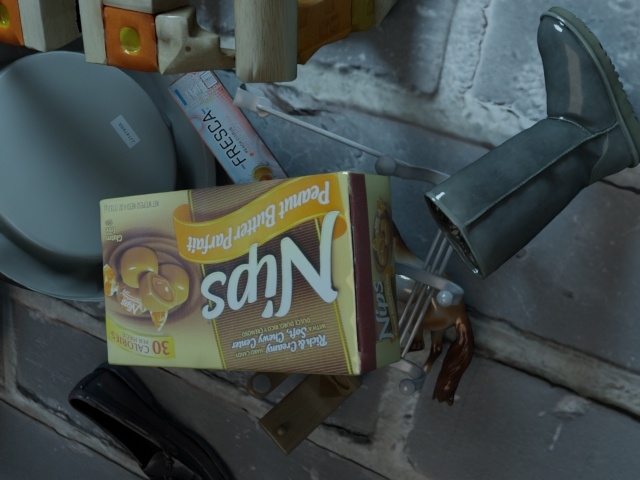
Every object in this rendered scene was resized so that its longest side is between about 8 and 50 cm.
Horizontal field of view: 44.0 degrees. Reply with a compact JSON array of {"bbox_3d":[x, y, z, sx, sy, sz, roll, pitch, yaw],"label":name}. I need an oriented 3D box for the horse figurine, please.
[{"bbox_3d":[0.092,0.066,0.938,0.263,0.066,0.174,44,126,14],"label":"horse figurine"}]

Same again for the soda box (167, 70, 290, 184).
[{"bbox_3d":[-0.107,-0.125,0.964,0.058,0.063,0.183,-35,90,3],"label":"soda box"}]

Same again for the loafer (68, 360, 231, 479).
[{"bbox_3d":[-0.268,0.322,1.230,0.302,0.095,0.109,44,125,7],"label":"loafer"}]

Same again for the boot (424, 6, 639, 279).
[{"bbox_3d":[0.188,-0.092,0.753,0.209,0.076,0.189,-31,93,2],"label":"boot"}]

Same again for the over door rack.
[{"bbox_3d":[0.000,0.000,0.857,0.324,0.108,0.239,25,105,13],"label":"over door rack"}]

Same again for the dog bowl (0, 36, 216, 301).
[{"bbox_3d":[-0.295,-0.093,0.938,0.102,0.349,0.348,-13,103,46],"label":"dog bowl"}]

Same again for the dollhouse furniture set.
[{"bbox_3d":[-0.027,0.160,0.976,0.144,0.123,0.151,48,152,5],"label":"dollhouse furniture set"}]

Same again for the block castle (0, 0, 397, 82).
[{"bbox_3d":[-0.159,-0.321,0.781,0.454,0.303,0.212,16,123,24],"label":"block castle"}]

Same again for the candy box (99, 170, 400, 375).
[{"bbox_3d":[-0.081,0.036,0.806,0.317,0.088,0.182,-4,90,31],"label":"candy box"}]
